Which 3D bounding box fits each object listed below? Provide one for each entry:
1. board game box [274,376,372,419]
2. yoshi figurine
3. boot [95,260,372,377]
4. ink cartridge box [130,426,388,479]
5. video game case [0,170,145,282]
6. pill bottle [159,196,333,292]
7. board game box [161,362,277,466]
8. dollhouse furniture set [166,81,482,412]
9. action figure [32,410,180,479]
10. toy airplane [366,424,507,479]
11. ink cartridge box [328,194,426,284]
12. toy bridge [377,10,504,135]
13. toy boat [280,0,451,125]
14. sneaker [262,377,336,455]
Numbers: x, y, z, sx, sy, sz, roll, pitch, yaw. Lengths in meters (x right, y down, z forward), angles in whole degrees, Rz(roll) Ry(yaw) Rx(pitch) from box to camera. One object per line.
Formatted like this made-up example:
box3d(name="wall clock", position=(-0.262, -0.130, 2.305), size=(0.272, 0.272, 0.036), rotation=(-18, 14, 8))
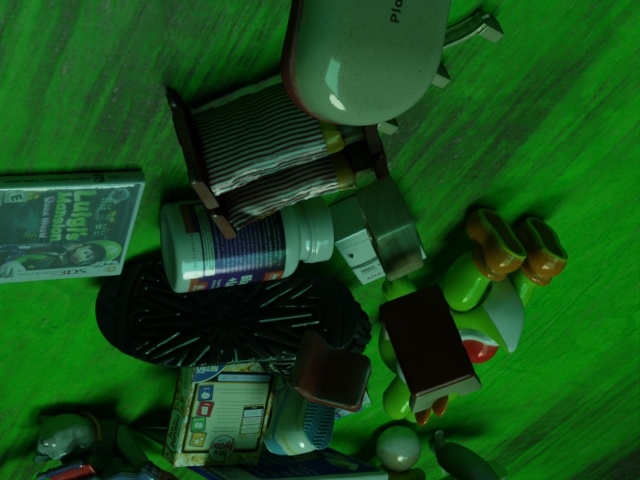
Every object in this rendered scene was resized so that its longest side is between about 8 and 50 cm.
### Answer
box3d(name="board game box", position=(0.004, 0.249, 1.859), size=(0.136, 0.035, 0.201), rotation=(-20, 149, 2))
box3d(name="yoshi figurine", position=(0.187, 0.102, 1.645), size=(0.362, 0.203, 0.203), rotation=(-58, 174, 28))
box3d(name="boot", position=(-0.105, 0.113, 1.500), size=(0.348, 0.131, 0.260), rotation=(5, 173, 4))
box3d(name="ink cartridge box", position=(-0.103, 0.362, 1.786), size=(0.307, 0.072, 0.303), rotation=(4, -175, -36))
box3d(name="video game case", position=(-0.302, -0.012, 1.294), size=(0.173, 0.022, 0.190), rotation=(-4, 146, -23))
box3d(name="pill bottle", position=(-0.088, -0.003, 1.338), size=(0.193, 0.108, 0.108), rotation=(-8, 148, -17))
box3d(name="board game box", position=(-0.141, 0.232, 1.637), size=(0.147, 0.045, 0.193), rotation=(7, 101, -35))
box3d(name="dollhouse furniture set", position=(0.000, 0.000, 1.138), size=(0.201, 0.374, 0.152), rotation=(-21, 154, 1))
box3d(name="action figure", position=(-0.354, 0.380, 1.768), size=(0.341, 0.178, 0.330), rotation=(-15, 134, 20))
box3d(name="toy airplane", position=(0.171, 0.484, 2.097), size=(0.384, 0.272, 0.386), rotation=(-6, -178, 4))
box3d(name="ink cartridge box", position=(0.073, -0.008, 1.466), size=(0.099, 0.056, 0.135), rotation=(-24, 148, 8))
box3d(name="toy bridge", position=(0.116, -0.188, 1.231), size=(0.063, 0.026, 0.188), rotation=(15, 135, -41))
box3d(name="toy boat", position=(0.026, -0.222, 1.025), size=(0.151, 0.151, 0.231), rotation=(5, 100, -33))
box3d(name="sneaker", position=(-0.019, 0.218, 1.652), size=(0.092, 0.228, 0.087), rotation=(-20, 117, 31))
